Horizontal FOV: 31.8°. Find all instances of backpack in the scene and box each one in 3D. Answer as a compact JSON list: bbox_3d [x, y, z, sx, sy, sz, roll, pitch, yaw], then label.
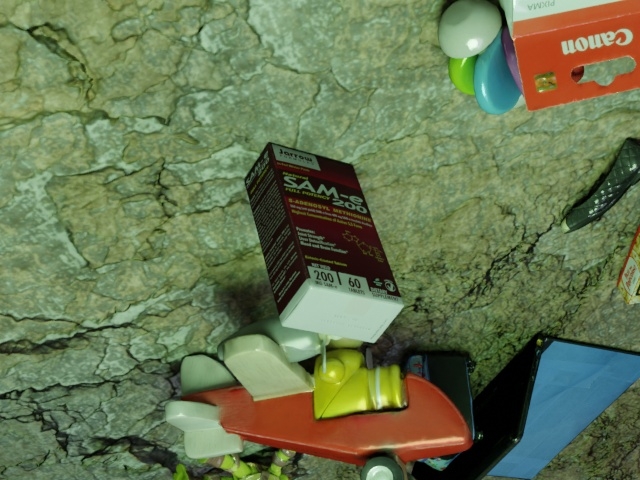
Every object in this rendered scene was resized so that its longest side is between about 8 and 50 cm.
[{"bbox_3d":[0.170,0.275,1.761,0.116,0.158,0.173,6,146,-13],"label":"backpack"}]

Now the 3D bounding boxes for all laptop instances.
[{"bbox_3d":[0.335,0.362,1.852,0.236,0.408,0.382,33,125,-2],"label":"laptop"}]

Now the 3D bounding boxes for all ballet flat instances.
[{"bbox_3d":[0.388,-0.070,1.541,0.057,0.049,0.173,-22,158,-50],"label":"ballet flat"}]

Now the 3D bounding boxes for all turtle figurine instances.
[{"bbox_3d":[-0.129,0.398,1.836,0.217,0.087,0.269,20,127,-35],"label":"turtle figurine"}]

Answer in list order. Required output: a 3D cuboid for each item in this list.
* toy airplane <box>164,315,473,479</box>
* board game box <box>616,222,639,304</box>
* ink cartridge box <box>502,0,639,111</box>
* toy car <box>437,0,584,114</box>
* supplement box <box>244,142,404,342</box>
[{"bbox_3d":[-0.021,0.204,1.570,0.384,0.273,0.386,23,163,-24],"label":"toy airplane"},{"bbox_3d":[0.537,0.010,1.665,0.146,0.045,0.194,-7,138,-11],"label":"board game box"},{"bbox_3d":[0.284,-0.269,1.162,0.189,0.233,0.066,-13,179,-5],"label":"ink cartridge box"},{"bbox_3d":[0.232,-0.210,1.253,0.182,0.136,0.159,-32,137,16],"label":"toy car"},{"bbox_3d":[0.000,0.000,1.327,0.130,0.239,0.073,13,130,-30],"label":"supplement box"}]
